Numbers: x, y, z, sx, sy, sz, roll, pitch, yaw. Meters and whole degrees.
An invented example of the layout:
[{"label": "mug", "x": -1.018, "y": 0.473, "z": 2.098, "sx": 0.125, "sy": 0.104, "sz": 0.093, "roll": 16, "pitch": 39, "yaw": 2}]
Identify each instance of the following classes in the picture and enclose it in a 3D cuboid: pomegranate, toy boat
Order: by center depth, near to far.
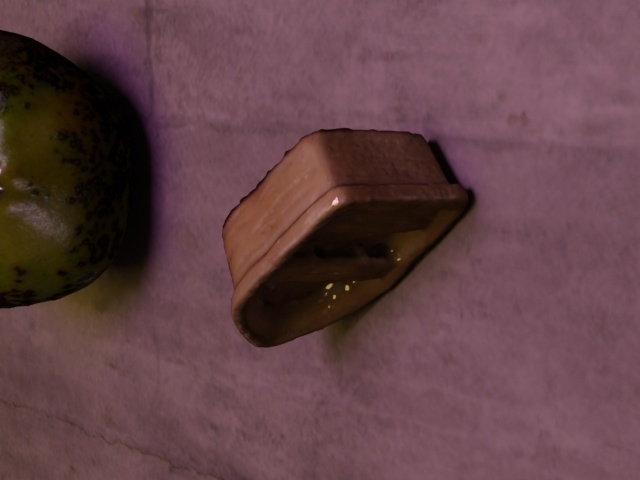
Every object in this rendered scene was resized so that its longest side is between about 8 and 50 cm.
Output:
[{"label": "toy boat", "x": 0.000, "y": 0.000, "z": 1.137, "sx": 0.188, "sy": 0.116, "sz": 0.061, "roll": -47, "pitch": 55, "yaw": 44}, {"label": "pomegranate", "x": -0.274, "y": -0.051, "z": 1.426, "sx": 0.276, "sy": 0.204, "sz": 0.222, "roll": -9, "pitch": 105, "yaw": 57}]
